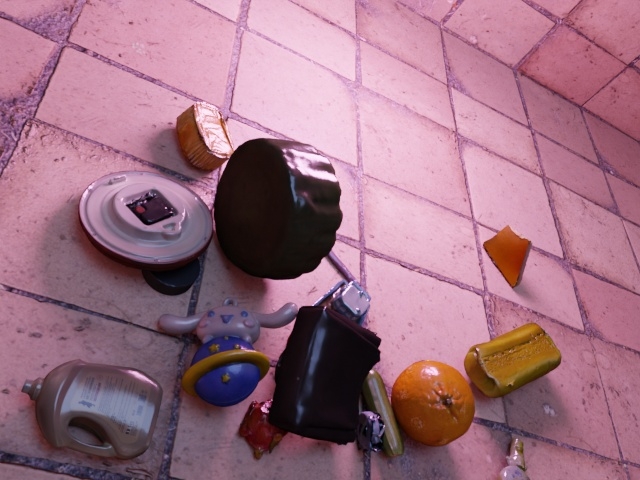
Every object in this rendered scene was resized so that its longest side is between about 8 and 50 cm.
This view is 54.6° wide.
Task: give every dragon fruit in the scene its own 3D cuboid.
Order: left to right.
[{"bbox_3d":[-0.120,0.408,1.390,0.112,0.068,0.126,48,42,5],"label":"dragon fruit"}]

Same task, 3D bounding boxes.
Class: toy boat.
[{"bbox_3d":[0.027,0.220,1.595,0.145,0.133,0.332,45,44,0],"label":"toy boat"}]

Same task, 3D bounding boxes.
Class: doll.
[{"bbox_3d":[-0.180,0.248,1.398,0.310,0.160,0.243,-17,38,-13],"label":"doll"}]

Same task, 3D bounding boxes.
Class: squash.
[{"bbox_3d":[0.152,0.433,1.570,0.066,0.066,0.229,1,58,-36],"label":"squash"}]

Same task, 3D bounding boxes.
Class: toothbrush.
[{"bbox_3d":[0.000,0.000,1.818,0.024,0.029,0.354,-36,82,-33],"label":"toothbrush"}]

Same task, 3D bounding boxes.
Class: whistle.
[{"bbox_3d":[0.535,0.637,1.709,0.104,0.057,0.198,31,37,-6],"label":"whistle"}]

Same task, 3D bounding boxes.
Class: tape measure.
[{"bbox_3d":[0.120,0.465,1.509,0.054,0.091,0.094,7,71,-24],"label":"tape measure"}]

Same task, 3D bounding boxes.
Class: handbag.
[{"bbox_3d":[0.021,0.315,1.429,0.257,0.113,0.285,29,68,-36],"label":"handbag"}]

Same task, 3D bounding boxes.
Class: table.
[{"bbox_3d":[-0.360,0.064,1.495,0.133,0.043,0.134,19,49,-23],"label":"table"}]

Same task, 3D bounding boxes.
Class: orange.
[{"bbox_3d":[0.292,0.418,1.603,0.219,0.193,0.219,13,68,-34],"label":"orange"}]

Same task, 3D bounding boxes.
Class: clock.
[{"bbox_3d":[-0.411,-0.059,1.483,0.318,0.080,0.318,16,39,-14],"label":"clock"}]

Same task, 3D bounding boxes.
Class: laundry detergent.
[{"bbox_3d":[-0.447,0.319,1.202,0.253,0.091,0.181,22,53,-22],"label":"laundry detergent"}]

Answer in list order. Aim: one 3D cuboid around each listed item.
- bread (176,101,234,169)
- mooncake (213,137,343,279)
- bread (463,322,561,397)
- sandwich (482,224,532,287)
[{"bbox_3d":[-0.328,-0.290,1.747,0.132,0.114,0.191,1,66,-47],"label":"bread"},{"bbox_3d":[-0.108,-0.078,1.567,0.194,0.356,0.356,0,58,-40],"label":"mooncake"},{"bbox_3d":[0.586,0.369,1.903,0.383,0.112,0.166,-11,63,-40],"label":"bread"},{"bbox_3d":[0.690,0.047,2.192,0.058,0.162,0.193,-16,69,-46],"label":"sandwich"}]
